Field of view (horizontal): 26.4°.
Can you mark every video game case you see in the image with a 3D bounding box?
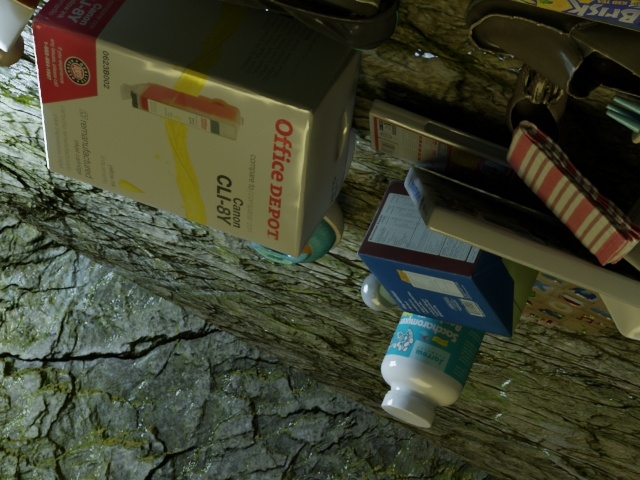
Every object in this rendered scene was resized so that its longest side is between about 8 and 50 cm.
[{"bbox_3d":[0.202,-0.107,1.841,0.285,0.025,0.204,22,172,6],"label":"video game case"},{"bbox_3d":[0.280,-0.004,1.825,0.329,0.036,0.300,21,-169,-6],"label":"video game case"}]

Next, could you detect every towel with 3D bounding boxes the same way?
[{"bbox_3d":[0.301,-0.057,1.642,0.197,0.029,0.144,48,171,9],"label":"towel"}]

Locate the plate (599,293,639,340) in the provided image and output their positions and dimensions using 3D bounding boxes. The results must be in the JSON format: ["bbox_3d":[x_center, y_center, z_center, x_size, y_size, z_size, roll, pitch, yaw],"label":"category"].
[{"bbox_3d":[0.562,0.107,2.044,0.277,0.045,0.278,12,160,30],"label":"plate"}]

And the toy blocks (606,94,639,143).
[{"bbox_3d":[0.399,-0.130,1.511,0.148,0.054,0.123,24,164,-3],"label":"toy blocks"}]

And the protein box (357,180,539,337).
[{"bbox_3d":[0.200,0.029,2.097,0.201,0.136,0.200,12,157,34],"label":"protein box"}]

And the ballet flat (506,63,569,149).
[{"bbox_3d":[0.260,-0.149,1.627,0.084,0.058,0.250,21,163,9],"label":"ballet flat"}]

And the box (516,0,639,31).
[{"bbox_3d":[0.259,-0.252,1.320,0.168,0.054,0.059,17,163,18],"label":"box"}]

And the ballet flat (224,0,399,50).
[{"bbox_3d":[-0.036,-0.300,1.519,0.280,0.095,0.096,17,156,-16],"label":"ballet flat"}]

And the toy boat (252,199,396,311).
[{"bbox_3d":[0.000,0.000,2.272,0.318,0.148,0.267,22,163,5],"label":"toy boat"}]

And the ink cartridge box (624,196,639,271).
[{"bbox_3d":[0.507,0.056,1.620,0.211,0.121,0.289,31,-169,-24],"label":"ink cartridge box"}]

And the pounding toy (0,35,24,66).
[{"bbox_3d":[-0.417,-0.335,1.764,0.237,0.183,0.110,36,-165,33],"label":"pounding toy"}]

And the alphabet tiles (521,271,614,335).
[{"bbox_3d":[0.362,0.078,2.280,0.285,0.011,0.342,24,164,-2],"label":"alphabet tiles"}]

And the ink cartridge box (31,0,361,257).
[{"bbox_3d":[-0.163,-0.174,1.785,0.384,0.160,0.279,19,139,11],"label":"ink cartridge box"}]

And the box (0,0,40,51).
[{"bbox_3d":[-0.439,-0.400,1.499,0.345,0.215,0.168,28,162,-17],"label":"box"}]

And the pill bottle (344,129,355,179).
[{"bbox_3d":[-0.063,-0.143,1.969,0.208,0.119,0.119,19,163,14],"label":"pill bottle"}]

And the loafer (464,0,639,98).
[{"bbox_3d":[0.259,-0.202,1.415,0.251,0.087,0.094,14,161,29],"label":"loafer"}]

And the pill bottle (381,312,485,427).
[{"bbox_3d":[0.196,0.183,2.340,0.146,0.264,0.146,21,163,7],"label":"pill bottle"}]
